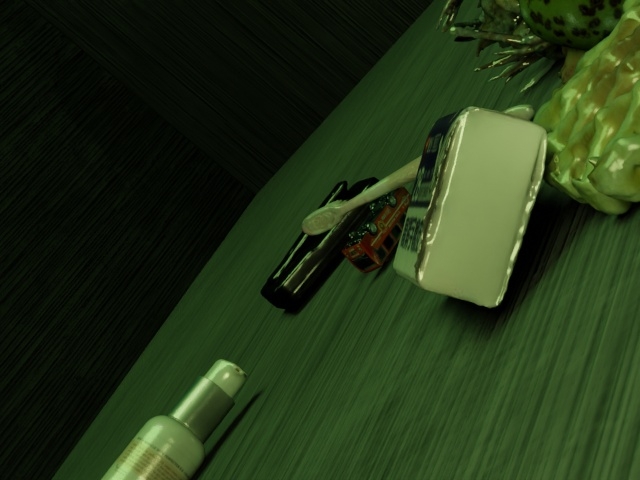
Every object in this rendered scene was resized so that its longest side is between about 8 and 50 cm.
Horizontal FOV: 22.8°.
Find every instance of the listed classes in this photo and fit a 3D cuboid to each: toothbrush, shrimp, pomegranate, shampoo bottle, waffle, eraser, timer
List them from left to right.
[{"bbox_3d":[-0.149,0.206,1.637,0.192,0.074,0.074,-53,7,-19],"label":"shampoo bottle"},{"bbox_3d":[0.000,0.000,1.910,0.187,0.055,0.144,-50,5,-7],"label":"timer"},{"bbox_3d":[0.091,-0.068,1.543,0.307,0.025,0.029,-27,10,40],"label":"toothbrush"},{"bbox_3d":[0.098,-0.025,1.107,0.210,0.068,0.124,-145,69,-88],"label":"eraser"},{"bbox_3d":[0.187,-0.244,1.511,0.372,0.172,0.137,-26,29,58],"label":"shrimp"},{"bbox_3d":[0.219,-0.187,1.295,0.122,0.122,0.161,-61,-25,-61],"label":"pomegranate"},{"bbox_3d":[0.244,-0.141,0.998,0.292,0.056,0.309,-49,7,10],"label":"waffle"}]

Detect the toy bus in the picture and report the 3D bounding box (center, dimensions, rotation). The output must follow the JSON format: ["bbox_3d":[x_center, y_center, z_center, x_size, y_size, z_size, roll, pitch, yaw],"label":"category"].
[{"bbox_3d":[0.061,-0.011,1.583,0.031,0.043,0.110,-26,19,42],"label":"toy bus"}]
